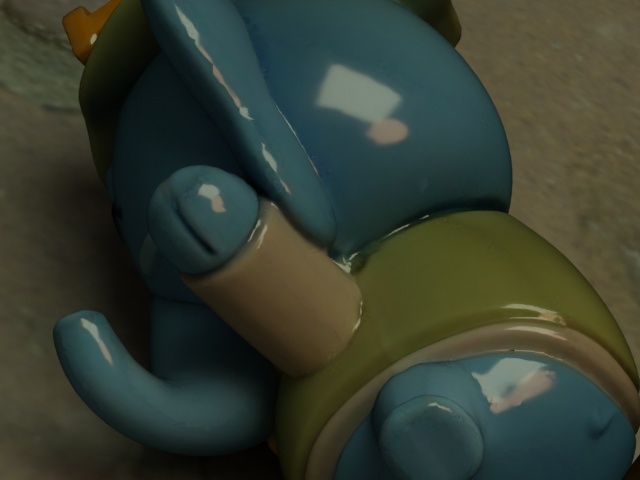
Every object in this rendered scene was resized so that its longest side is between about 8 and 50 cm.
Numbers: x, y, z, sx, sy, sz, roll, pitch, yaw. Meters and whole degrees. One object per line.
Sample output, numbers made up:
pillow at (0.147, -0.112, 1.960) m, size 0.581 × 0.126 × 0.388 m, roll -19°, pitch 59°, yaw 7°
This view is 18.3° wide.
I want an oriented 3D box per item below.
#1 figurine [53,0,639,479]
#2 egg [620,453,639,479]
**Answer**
figurine at (0.004, -0.001, 0.645) m, size 0.180 × 0.154 × 0.262 m, roll 16°, pitch 34°, yaw -32°
egg at (0.174, 0.156, 0.478) m, size 0.250 × 0.250 × 0.322 m, roll 7°, pitch 37°, yaw -24°
